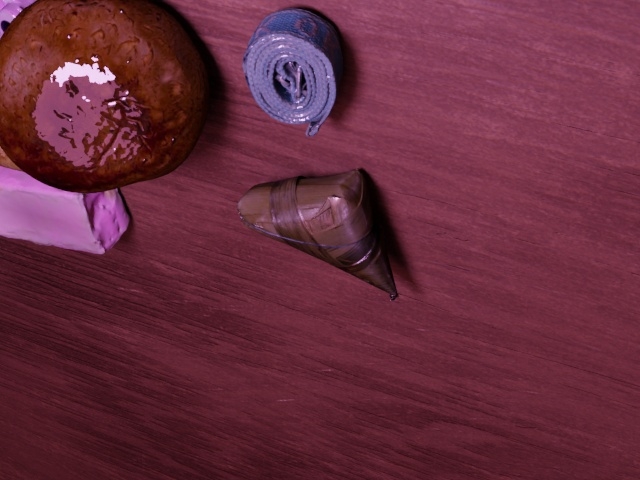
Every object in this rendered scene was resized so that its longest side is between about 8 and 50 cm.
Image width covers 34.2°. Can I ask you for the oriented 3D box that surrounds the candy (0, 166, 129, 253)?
[{"bbox_3d":[-0.501,-0.074,1.940,0.265,0.116,0.156,9,133,24],"label":"candy"}]

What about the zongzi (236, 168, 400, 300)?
[{"bbox_3d":[0.000,0.000,1.687,0.221,0.112,0.242,0,132,31],"label":"zongzi"}]

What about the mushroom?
[{"bbox_3d":[-0.340,-0.223,1.584,0.239,0.345,0.345,51,168,55],"label":"mushroom"}]

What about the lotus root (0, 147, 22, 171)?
[{"bbox_3d":[-0.554,-0.195,1.828,0.260,0.128,0.145,24,180,11],"label":"lotus root"}]

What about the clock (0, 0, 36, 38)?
[{"bbox_3d":[-0.569,-0.366,1.699,0.227,0.090,0.248,37,142,-6],"label":"clock"}]

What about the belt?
[{"bbox_3d":[-0.036,-0.246,1.477,0.147,0.082,0.163,26,138,-8],"label":"belt"}]
